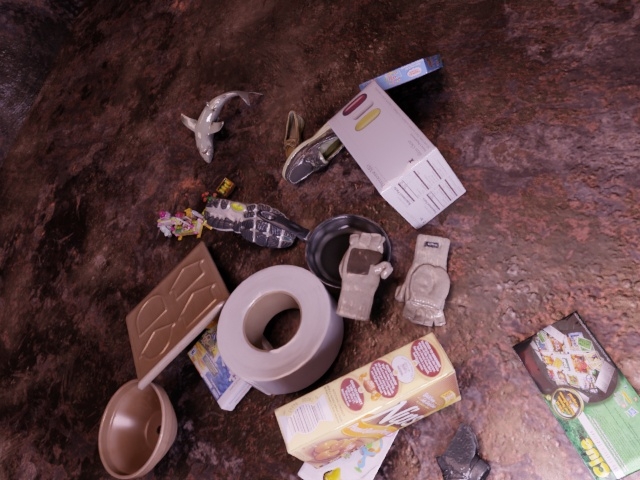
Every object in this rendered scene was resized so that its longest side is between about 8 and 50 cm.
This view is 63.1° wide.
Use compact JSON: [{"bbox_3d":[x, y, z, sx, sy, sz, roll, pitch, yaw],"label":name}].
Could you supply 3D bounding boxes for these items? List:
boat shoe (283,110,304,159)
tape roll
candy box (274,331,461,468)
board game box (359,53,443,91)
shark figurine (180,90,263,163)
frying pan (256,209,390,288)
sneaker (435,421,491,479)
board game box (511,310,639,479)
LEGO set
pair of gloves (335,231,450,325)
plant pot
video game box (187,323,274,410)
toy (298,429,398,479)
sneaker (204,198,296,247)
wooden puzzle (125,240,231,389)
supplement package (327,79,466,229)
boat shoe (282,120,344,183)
[{"bbox_3d":[-0.081,-0.297,1.493,0.056,0.048,0.153,-3,67,33],"label":"boat shoe"},{"bbox_3d":[-0.094,0.203,1.203,0.286,0.100,0.286,-11,56,17],"label":"tape roll"},{"bbox_3d":[0.095,0.303,0.964,0.316,0.183,0.088,-26,55,2],"label":"candy box"},{"bbox_3d":[0.201,-0.403,1.271,0.160,0.211,0.039,-15,103,28],"label":"board game box"},{"bbox_3d":[-0.327,-0.407,1.682,0.166,0.116,0.278,43,105,5],"label":"shark figurine"},{"bbox_3d":[0.000,0.026,1.219,0.325,0.053,0.197,2,59,7],"label":"frying pan"},{"bbox_3d":[0.242,0.426,0.948,0.089,0.051,0.170,35,86,39],"label":"sneaker"},{"bbox_3d":[0.457,0.264,0.891,0.136,0.030,0.260,-33,54,14],"label":"board game box"},{"bbox_3d":[-0.387,-0.092,1.565,0.286,0.107,0.132,-28,56,21],"label":"LEGO set"},{"bbox_3d":[0.157,0.081,1.129,0.239,0.042,0.204,2,66,11],"label":"pair of gloves"},{"bbox_3d":[-0.449,0.483,1.342,0.237,0.109,0.238,-14,63,29],"label":"plant pot"},{"bbox_3d":[-0.227,0.289,1.324,0.187,0.048,0.205,-49,51,2],"label":"video game box"},{"bbox_3d":[0.075,0.405,1.055,0.136,0.056,0.237,24,69,29],"label":"toy"},{"bbox_3d":[-0.181,-0.057,1.415,0.275,0.110,0.107,20,98,21],"label":"sneaker"},{"bbox_3d":[-0.380,0.196,1.411,0.322,0.080,0.348,-44,34,3],"label":"wooden puzzle"},{"bbox_3d":[0.169,-0.191,1.177,0.145,0.204,0.262,-41,53,12],"label":"supplement package"},{"bbox_3d":[-0.008,-0.232,1.395,0.223,0.080,0.073,-44,47,4],"label":"boat shoe"}]
